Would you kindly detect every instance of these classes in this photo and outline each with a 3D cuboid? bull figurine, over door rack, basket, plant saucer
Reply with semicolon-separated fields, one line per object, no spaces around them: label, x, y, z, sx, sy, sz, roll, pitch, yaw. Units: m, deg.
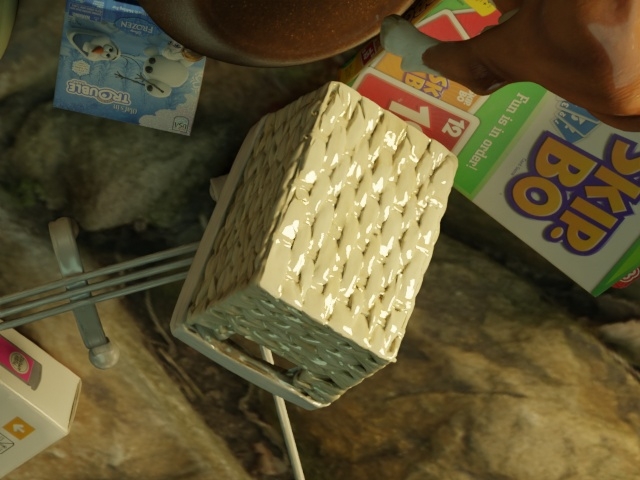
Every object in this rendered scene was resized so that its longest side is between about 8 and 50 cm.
bull figurine;0.131;-0.211;0.828;0.188;0.101;0.310;9;102;34
over door rack;-0.133;0.132;1.120;0.239;0.108;0.324;-16;108;-5
basket;0.000;0.000;1.001;0.113;0.167;0.103;30;148;-18
plant saucer;-0.008;-0.167;0.918;0.199;0.036;0.198;-13;137;-12

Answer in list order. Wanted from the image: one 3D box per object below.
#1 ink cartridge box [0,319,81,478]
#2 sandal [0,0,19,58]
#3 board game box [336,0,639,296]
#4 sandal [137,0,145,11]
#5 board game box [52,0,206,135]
ink cartridge box;-0.365;0.057;1.166;0.176;0.069;0.371;-34;121;29
sandal;-0.213;-0.198;0.925;0.120;0.086;0.303;7;130;-1
board game box;0.146;-0.061;1.042;0.259;0.039;0.124;34;125;-24
sandal;-0.085;-0.237;0.906;0.079;0.088;0.240;-24;138;-15
board game box;-0.117;-0.114;1.029;0.090;0.020;0.090;11;131;-4
